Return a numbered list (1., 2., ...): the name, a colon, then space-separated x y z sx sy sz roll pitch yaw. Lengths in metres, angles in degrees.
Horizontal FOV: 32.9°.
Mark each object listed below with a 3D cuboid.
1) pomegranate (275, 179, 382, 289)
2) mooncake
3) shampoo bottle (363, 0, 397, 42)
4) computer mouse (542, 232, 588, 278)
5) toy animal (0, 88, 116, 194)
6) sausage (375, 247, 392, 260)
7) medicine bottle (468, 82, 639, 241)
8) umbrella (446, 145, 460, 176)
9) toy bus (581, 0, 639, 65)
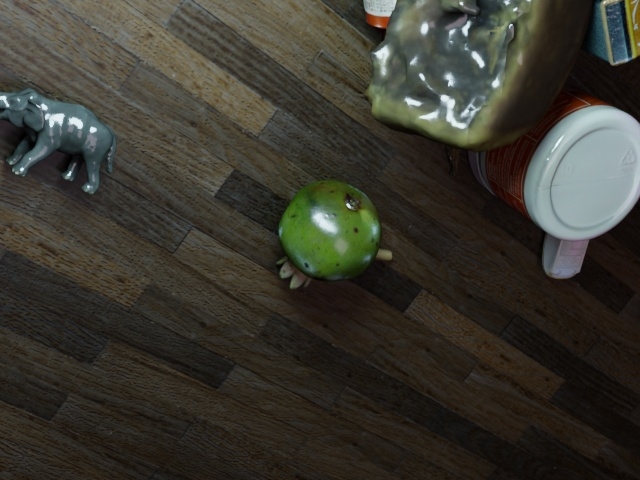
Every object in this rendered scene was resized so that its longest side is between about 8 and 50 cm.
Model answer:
1. pomegranate: 0.002 0.001 1.911 0.187 0.187 0.225 16 136 -31
2. mooncake: 0.236 -0.339 1.672 0.394 0.246 0.393 -50 139 -15
3. shampoo bottle: 0.120 -0.420 1.782 0.104 0.104 0.278 -19 122 -17
4. computer mouse: 0.511 -0.015 2.217 0.102 0.045 0.199 -1 115 -25
5. toy animal: -0.434 -0.165 1.657 0.270 0.082 0.137 25 99 -30
6. sausage: 0.077 0.021 2.035 0.132 0.024 0.024 9 111 -31
7. medicine bottle: 0.436 -0.155 1.990 0.253 0.241 0.252 -12 120 -21
8. umbrella: 0.250 -0.155 2.031 0.020 0.031 0.083 -37 135 -45
9. toy bus: 0.479 -0.414 1.860 0.167 0.275 0.138 -26 123 -9
